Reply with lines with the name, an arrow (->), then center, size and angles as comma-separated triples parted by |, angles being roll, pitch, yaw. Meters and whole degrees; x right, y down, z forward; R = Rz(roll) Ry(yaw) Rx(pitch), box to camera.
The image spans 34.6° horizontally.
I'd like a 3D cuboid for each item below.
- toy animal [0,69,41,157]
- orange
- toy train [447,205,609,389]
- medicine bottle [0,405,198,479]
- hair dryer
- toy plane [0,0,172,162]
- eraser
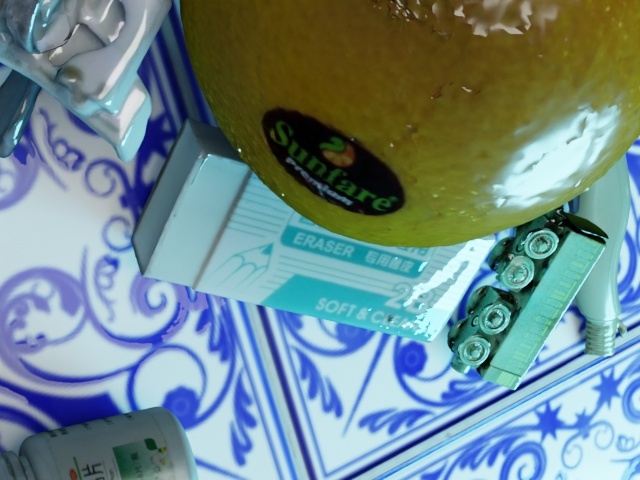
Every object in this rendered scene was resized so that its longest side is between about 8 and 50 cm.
toy animal -> -0.092, -0.231, 0.601 | 0.367, 0.081, 0.206 | -37, 109, -17
orange -> 0.057, -0.129, 0.532 | 0.274, 0.274, 0.274 | -3, 95, -29
toy train -> 0.148, 0.039, 0.748 | 0.071, 0.038, 0.148 | 18, 112, -23
medicine bottle -> -0.144, 0.149, 0.603 | 0.130, 0.080, 0.080 | -10, 99, -29
hair dryer -> 0.146, -0.066, 0.748 | 0.296, 0.119, 0.298 | 10, 102, -23
toy plane -> -0.205, -0.118, 0.504 | 0.267, 0.122, 0.267 | 0, 93, 0
eraser -> 0.000, 0.000, 0.669 | 0.225, 0.052, 0.095 | 15, 116, -29
